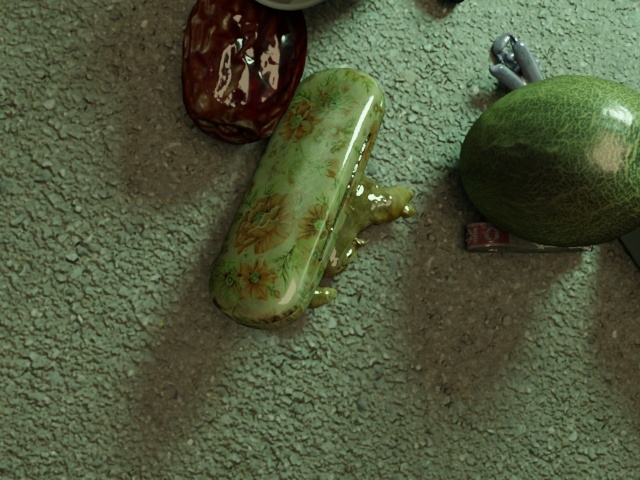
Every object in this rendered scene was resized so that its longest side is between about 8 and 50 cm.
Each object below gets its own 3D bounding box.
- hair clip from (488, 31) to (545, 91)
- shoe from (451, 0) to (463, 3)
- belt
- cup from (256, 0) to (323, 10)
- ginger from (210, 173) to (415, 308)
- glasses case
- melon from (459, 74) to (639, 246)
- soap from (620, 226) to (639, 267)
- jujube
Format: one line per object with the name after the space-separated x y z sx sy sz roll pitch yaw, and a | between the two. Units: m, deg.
0.368 -0.218 1.217 0.137 0.090 0.278 -37 93 25 | hair clip
0.176 -0.477 1.194 0.106 0.091 0.207 -31 99 12 | shoe
0.352 -0.004 1.213 0.232 0.071 0.053 0 81 -11 | belt
0.023 -0.457 1.033 0.212 0.212 0.317 55 37 -5 | cup
0.002 -0.001 1.140 0.333 0.080 0.166 -39 83 -13 | ginger
-0.029 -0.072 1.069 0.156 0.098 0.425 9 66 30 | glasses case
0.351 -0.114 1.078 0.248 0.329 0.249 -3 96 -31 | melon
0.742 0.036 1.217 0.350 0.213 0.435 -36 95 -12 | soap
-0.112 -0.271 1.075 0.183 0.183 0.243 14 72 -10 | jujube
